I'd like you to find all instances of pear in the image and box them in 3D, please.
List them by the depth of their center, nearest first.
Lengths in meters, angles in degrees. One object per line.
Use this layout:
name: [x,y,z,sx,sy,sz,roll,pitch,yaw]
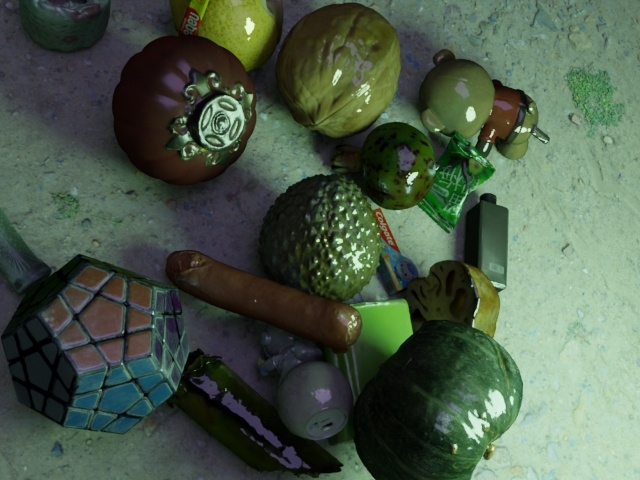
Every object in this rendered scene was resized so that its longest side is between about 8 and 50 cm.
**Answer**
pear: [-0.200,-0.506,1.744,0.271,0.271,0.271,8,66,-18]

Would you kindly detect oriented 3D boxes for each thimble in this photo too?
thimble: [-0.540,-0.520,1.673,0.185,0.149,0.211,2,69,-19]

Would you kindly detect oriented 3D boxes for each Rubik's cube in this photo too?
Rubik's cube: [-0.383,0.177,1.372,0.318,0.319,0.264,-11,43,-25]

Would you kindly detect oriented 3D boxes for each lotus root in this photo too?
lotus root: [0.303,0.140,1.706,0.180,0.188,0.199,3,95,-44]

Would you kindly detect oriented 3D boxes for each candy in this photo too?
candy: [0.315,-0.137,1.885,0.141,0.078,0.203,39,82,10]

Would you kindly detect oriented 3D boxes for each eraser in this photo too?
eraser: [0.099,0.268,1.626,0.210,0.092,0.274,-3,72,-23]

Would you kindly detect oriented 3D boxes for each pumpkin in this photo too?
pumpkin: [0.212,0.307,1.450,0.257,0.292,0.327,38,50,18]

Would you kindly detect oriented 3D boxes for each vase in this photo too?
vase: [-0.598,-0.002,1.470,0.096,0.096,0.219,-40,89,-29]

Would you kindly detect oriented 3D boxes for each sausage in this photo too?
sausage: [-0.119,0.110,1.516,0.418,0.094,0.094,18,16,18]

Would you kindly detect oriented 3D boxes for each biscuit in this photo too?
biscuit: [-0.291,-0.409,1.661,0.048,0.292,0.026,25,34,-8]

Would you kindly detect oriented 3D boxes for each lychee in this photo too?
lychee: [0.000,0.000,1.600,0.255,0.274,0.255,7,37,-5]

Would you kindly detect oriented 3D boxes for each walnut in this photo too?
walnut: [0.041,-0.379,1.775,0.251,0.277,0.313,15,63,21]

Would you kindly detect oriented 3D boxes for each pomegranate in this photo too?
pomegranate: [0.145,-0.173,1.787,0.247,0.202,0.202,4,64,13]

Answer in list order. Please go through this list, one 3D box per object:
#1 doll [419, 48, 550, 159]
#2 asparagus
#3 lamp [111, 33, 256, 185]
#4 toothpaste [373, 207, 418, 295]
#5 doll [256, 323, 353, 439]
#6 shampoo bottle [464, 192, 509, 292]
doll: [0.400,-0.322,1.939,0.329,0.174,0.235,18,74,-13]
asparagus: [-0.133,0.350,1.491,0.382,0.108,0.128,40,54,-2]
lamp: [-0.272,-0.261,1.594,0.303,0.257,0.303,-18,119,-36]
toothpaste: [0.153,0.022,1.774,0.070,0.044,0.193,-16,75,-27]
doll: [-0.038,0.245,1.515,0.150,0.151,0.287,-2,36,-22]
shampoo bottle: [0.388,0.004,1.851,0.080,0.079,0.246,16,64,-16]
